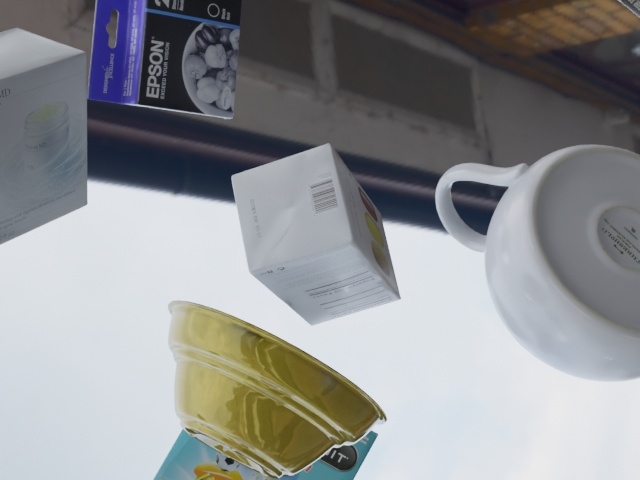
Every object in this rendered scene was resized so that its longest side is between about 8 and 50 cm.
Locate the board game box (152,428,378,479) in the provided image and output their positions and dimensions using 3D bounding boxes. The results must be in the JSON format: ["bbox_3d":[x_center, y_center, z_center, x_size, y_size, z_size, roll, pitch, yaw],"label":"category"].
[{"bbox_3d":[-0.107,0.366,1.676,0.336,0.254,0.079,-61,-6,-7],"label":"board game box"}]

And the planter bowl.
[{"bbox_3d":[-0.058,0.145,0.998,0.217,0.217,0.090,43,-113,-42],"label":"planter bowl"}]

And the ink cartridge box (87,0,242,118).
[{"bbox_3d":[-0.211,-0.283,1.600,0.208,0.045,0.206,4,-89,-31],"label":"ink cartridge box"}]

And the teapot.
[{"bbox_3d":[0.261,0.038,1.164,0.252,0.187,0.256,2,-118,-18],"label":"teapot"}]

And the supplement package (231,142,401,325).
[{"bbox_3d":[0.000,0.000,1.471,0.244,0.134,0.139,47,-152,-64],"label":"supplement package"}]

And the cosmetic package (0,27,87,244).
[{"bbox_3d":[-0.418,-0.127,1.461,0.224,0.138,0.225,-33,-45,-49],"label":"cosmetic package"}]

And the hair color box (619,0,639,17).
[{"bbox_3d":[0.251,-0.229,0.903,0.093,0.053,0.167,29,-146,-33],"label":"hair color box"}]
